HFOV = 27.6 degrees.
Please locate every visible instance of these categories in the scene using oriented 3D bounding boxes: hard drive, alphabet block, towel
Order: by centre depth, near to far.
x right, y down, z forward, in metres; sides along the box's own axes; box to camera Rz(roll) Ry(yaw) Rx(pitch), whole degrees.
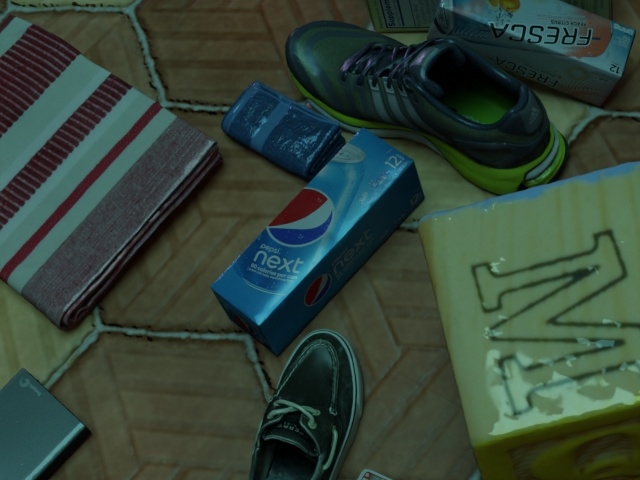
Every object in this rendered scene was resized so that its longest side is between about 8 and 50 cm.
[{"bbox_3d":[0.200,0.083,1.033,0.193,0.192,0.197,-15,58,7],"label":"alphabet block"},{"bbox_3d":[-0.287,0.193,1.186,0.094,0.022,0.135,36,75,28],"label":"hard drive"},{"bbox_3d":[-0.039,-0.110,1.290,0.119,0.029,0.067,31,73,26],"label":"towel"},{"bbox_3d":[-0.286,-0.081,1.333,0.329,0.037,0.237,34,76,29],"label":"towel"}]

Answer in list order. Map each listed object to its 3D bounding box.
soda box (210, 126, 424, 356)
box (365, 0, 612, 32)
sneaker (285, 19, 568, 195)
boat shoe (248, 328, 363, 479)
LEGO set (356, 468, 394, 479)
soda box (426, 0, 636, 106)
[{"bbox_3d":[0.000,0.000,1.194,0.067,0.071,0.210,36,75,27],"label":"soda box"},{"bbox_3d":[0.173,-0.330,1.310,0.243,0.117,0.213,1,62,13],"label":"box"},{"bbox_3d":[0.093,-0.152,1.227,0.300,0.121,0.111,24,69,24],"label":"sneaker"},{"bbox_3d":[-0.015,0.169,1.105,0.078,0.070,0.219,5,63,16],"label":"boat shoe"},{"bbox_3d":[0.053,0.323,1.031,0.182,0.060,0.244,18,65,35],"label":"LEGO set"},{"bbox_3d":[0.197,-0.193,1.226,0.183,0.063,0.058,21,66,1],"label":"soda box"}]
